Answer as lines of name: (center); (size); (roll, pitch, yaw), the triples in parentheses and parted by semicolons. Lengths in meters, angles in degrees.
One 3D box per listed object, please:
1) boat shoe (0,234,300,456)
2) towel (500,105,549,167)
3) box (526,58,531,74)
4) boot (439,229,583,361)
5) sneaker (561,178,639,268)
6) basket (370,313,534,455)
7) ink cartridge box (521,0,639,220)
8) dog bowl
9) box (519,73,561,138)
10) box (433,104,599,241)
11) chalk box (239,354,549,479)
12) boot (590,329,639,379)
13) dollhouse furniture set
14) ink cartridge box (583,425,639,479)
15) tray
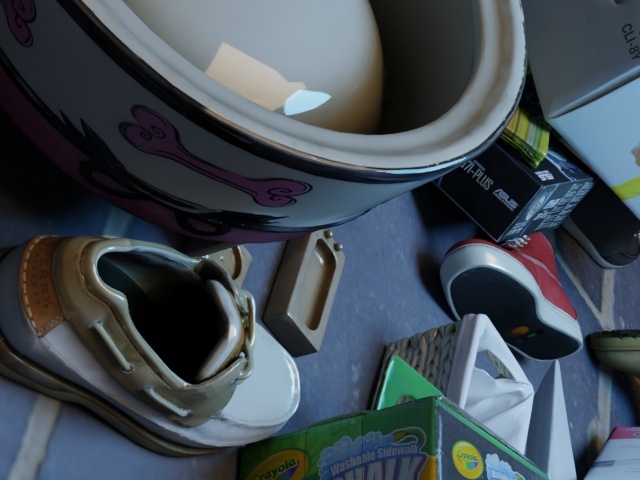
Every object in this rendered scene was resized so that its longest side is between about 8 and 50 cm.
boat shoe: (-0.093, 0.073, 0.926); (0.302, 0.103, 0.113); (25, 54, -53)
towel: (0.127, -0.159, 1.386); (0.237, 0.021, 0.102); (35, 22, -2)
box: (0.158, -0.255, 1.541); (0.109, 0.042, 0.178); (-19, 92, -25)
boot: (0.190, 0.010, 1.472); (0.244, 0.088, 0.176); (34, 41, -50)
sneaker: (0.397, -0.027, 1.798); (0.222, 0.118, 0.083); (26, 53, -52)
basket: (0.111, 0.164, 1.226); (0.113, 0.103, 0.167); (55, 35, -29)
ink cartridge box: (0.376, -0.171, 1.561); (0.384, 0.160, 0.279); (38, 33, -43)
dog bowl: (-0.063, -0.177, 0.942); (0.408, 0.150, 0.408); (20, 48, -25)
box: (0.246, -0.205, 1.696); (0.232, 0.059, 0.183); (-23, 94, -61)
box: (0.187, -0.081, 1.448); (0.147, 0.077, 0.180); (46, 24, 18)
chalk box: (0.055, 0.232, 1.022); (0.180, 0.179, 0.289); (40, 42, -43)
boot: (0.440, 0.249, 1.729); (0.089, 0.236, 0.269); (-174, -91, -80)
dollhouse furniture set: (0.000, 0.000, 1.102); (0.151, 0.123, 0.144); (54, 35, -30)
ink cartridge box: (0.394, 0.290, 1.491); (0.283, 0.207, 0.117); (-23, 110, -68)
tray: (0.231, 0.254, 1.383); (0.270, 0.030, 0.145); (73, 21, -45)
